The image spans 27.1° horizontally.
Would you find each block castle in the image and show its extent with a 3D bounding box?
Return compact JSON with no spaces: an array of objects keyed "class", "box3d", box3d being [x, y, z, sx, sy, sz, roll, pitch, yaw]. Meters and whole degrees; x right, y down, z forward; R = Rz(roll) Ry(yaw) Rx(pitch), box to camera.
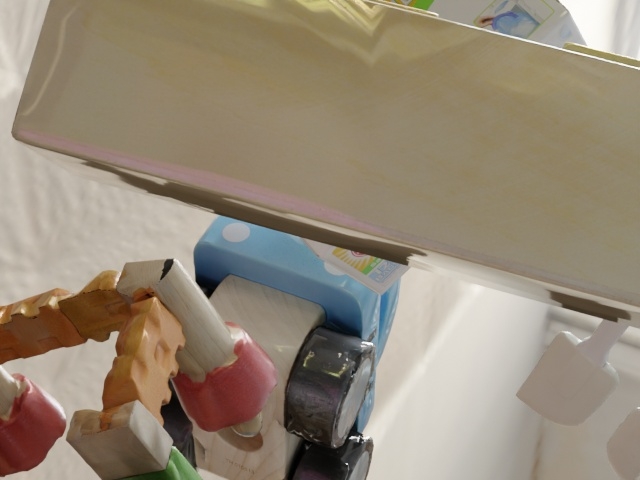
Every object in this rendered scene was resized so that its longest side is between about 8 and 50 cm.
[{"class":"block castle","box3d":[-0.211,0.247,0.987,0.453,0.303,0.213,-81,-31,-46]}]

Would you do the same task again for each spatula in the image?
[{"class":"spatula","box3d":[0.217,0.085,0.753,0.019,0.168,0.242,-38,-17,-33]}]

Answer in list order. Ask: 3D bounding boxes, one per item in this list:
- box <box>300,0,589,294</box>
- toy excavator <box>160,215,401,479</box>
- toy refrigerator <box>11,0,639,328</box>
[{"class":"box","box3d":[0.058,-0.079,0.818,0.203,0.103,0.114,-45,-26,7]},{"class":"toy excavator","box3d":[0.000,0.000,1.360,0.433,0.222,0.445,91,-158,-45]},{"class":"toy refrigerator","box3d":[0.029,-0.042,0.530,0.102,0.269,0.094,54,-129,-83]}]
